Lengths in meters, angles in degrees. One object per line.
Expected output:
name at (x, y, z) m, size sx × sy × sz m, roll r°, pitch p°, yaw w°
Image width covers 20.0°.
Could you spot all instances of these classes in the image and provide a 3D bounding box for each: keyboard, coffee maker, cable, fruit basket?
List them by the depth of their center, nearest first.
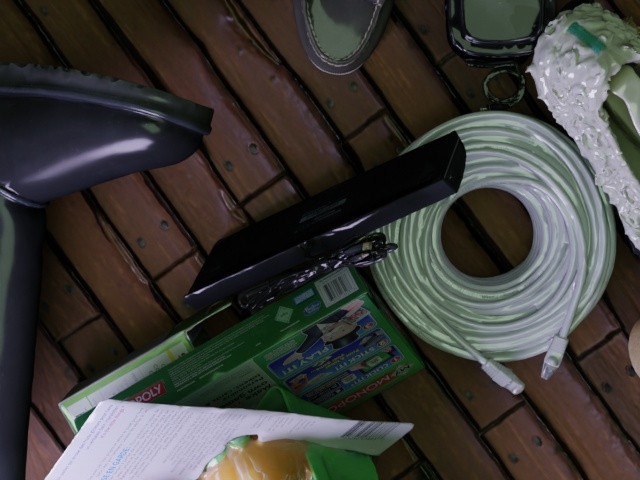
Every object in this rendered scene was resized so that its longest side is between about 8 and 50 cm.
fruit basket at (-0.131, 0.250, 1.783) m, size 0.353 × 0.165 × 0.327 m, roll 11°, pitch 134°, yaw -31°
keyboard at (0.000, 0.000, 1.789) m, size 0.317 × 0.201 × 0.033 m, roll -25°, pitch 111°, yaw 27°
coffee maker at (0.183, -0.219, 1.809) m, size 0.120 × 0.178 × 0.171 m, roll -24°, pitch 94°, yaw 6°
cable at (0.177, -0.005, 1.877) m, size 0.257 × 0.089 × 0.257 m, roll 31°, pitch 96°, yaw 1°

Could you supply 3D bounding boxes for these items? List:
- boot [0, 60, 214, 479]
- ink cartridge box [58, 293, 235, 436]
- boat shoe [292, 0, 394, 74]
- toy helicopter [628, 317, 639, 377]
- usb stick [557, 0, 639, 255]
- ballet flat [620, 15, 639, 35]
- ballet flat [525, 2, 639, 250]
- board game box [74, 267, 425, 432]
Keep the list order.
boot at (-0.298, 0.053, 1.810) m, size 0.367 × 0.146 × 0.445 m, roll 9°, pitch 86°, yaw 34°
ink cartridge box at (-0.163, 0.134, 1.896) m, size 0.209 × 0.109 × 0.062 m, roll -31°, pitch 94°, yaw 5°
boat shoe at (0.038, -0.335, 1.845) m, size 0.112 × 0.095 × 0.335 m, roll 12°, pitch 96°, yaw 1°
toy helicopter at (0.462, 0.126, 1.824) m, size 0.355 × 0.140 × 0.235 m, roll 18°, pitch 71°, yaw -24°
usb stick at (0.301, -0.111, 1.837) m, size 0.045 × 0.077 × 0.278 m, roll -8°, pitch 115°, yaw 36°
ballet flat at (0.374, -0.163, 1.845) m, size 0.206 × 0.073 × 0.067 m, roll 35°, pitch 87°, yaw 13°
ballet flat at (0.347, -0.061, 1.754) m, size 0.147 × 0.147 × 0.409 m, roll -43°, pitch 121°, yaw 6°
board game box at (-0.066, 0.154, 1.848) m, size 0.317 × 0.213 × 0.046 m, roll -30°, pitch 61°, yaw 5°
